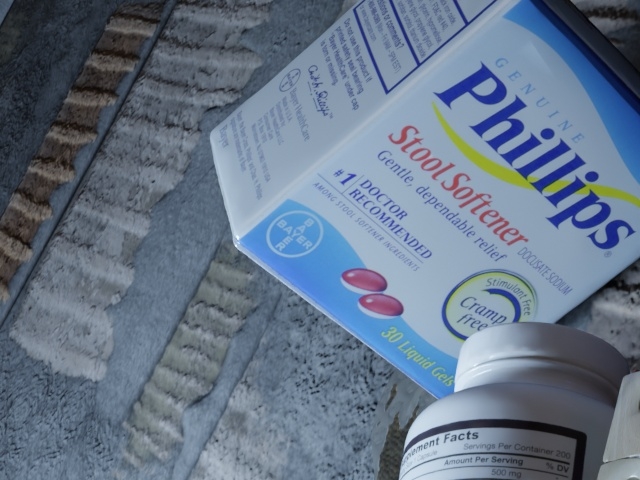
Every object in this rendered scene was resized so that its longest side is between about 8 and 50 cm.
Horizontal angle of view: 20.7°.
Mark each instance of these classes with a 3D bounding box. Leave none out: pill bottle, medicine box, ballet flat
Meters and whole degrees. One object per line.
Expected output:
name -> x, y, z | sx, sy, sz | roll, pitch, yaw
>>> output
pill bottle -> 0.134, 0.225, 1.189 | 0.181, 0.181, 0.323 | -26, 43, 46
medicine box -> 0.110, -0.061, 1.369 | 0.289, 0.263, 0.149 | -40, 34, 17
ballet flat -> 0.082, 0.188, 1.447 | 0.084, 0.058, 0.250 | -25, 39, 41

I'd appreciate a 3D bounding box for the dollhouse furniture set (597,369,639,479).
dollhouse furniture set -> 0.281, 0.154, 1.075 | 0.183, 0.129, 0.129 | -15, 51, 53
